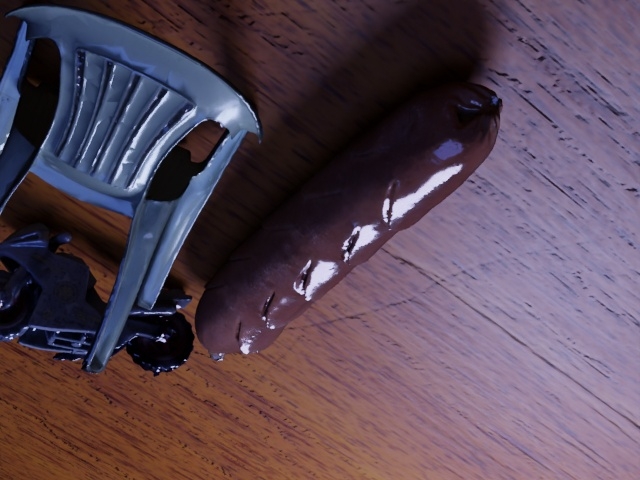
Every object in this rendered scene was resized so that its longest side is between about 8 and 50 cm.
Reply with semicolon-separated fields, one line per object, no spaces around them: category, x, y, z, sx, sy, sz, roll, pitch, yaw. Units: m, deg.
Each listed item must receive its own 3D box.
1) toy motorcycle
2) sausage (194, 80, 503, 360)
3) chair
toy motorcycle;-0.221;0.054;1.096;0.215;0.122;0.080;14;153;-19
sausage;-0.001;-0.002;0.971;0.088;0.088;0.433;30;138;-17
chair;-0.168;-0.056;0.887;0.203;0.190;0.275;23;111;-11
